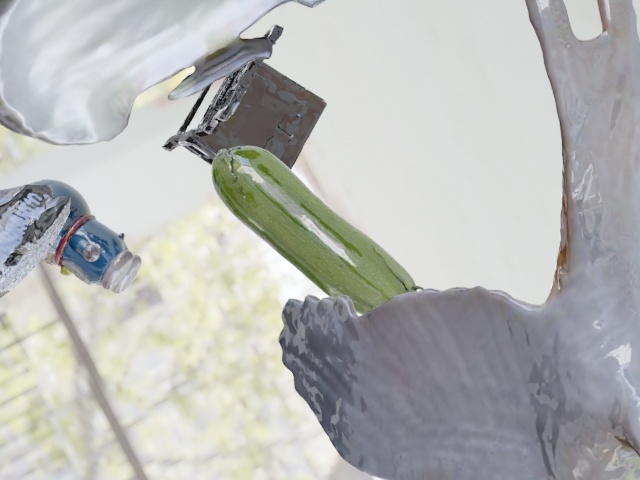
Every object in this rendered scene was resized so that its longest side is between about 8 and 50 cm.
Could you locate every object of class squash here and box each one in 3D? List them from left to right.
[{"bbox_3d":[0.000,0.000,1.269,0.183,0.052,0.052,38,-13,16],"label":"squash"}]

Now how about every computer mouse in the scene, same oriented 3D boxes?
[{"bbox_3d":[-0.203,0.012,1.133,0.047,0.135,0.079,63,8,23],"label":"computer mouse"}]

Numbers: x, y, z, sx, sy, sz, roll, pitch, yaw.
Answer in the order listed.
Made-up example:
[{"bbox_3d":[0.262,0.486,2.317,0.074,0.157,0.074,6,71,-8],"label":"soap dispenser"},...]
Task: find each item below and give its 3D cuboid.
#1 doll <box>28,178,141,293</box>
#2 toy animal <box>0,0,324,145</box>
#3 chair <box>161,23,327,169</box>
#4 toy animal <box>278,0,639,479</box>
[{"bbox_3d":[-0.250,-0.006,1.915,0.152,0.085,0.114,33,-3,11],"label":"doll"},{"bbox_3d":[-0.114,-0.182,0.759,0.266,0.213,0.212,57,-8,28],"label":"toy animal"},{"bbox_3d":[-0.055,-0.115,1.796,0.113,0.106,0.229,32,-13,-16],"label":"chair"},{"bbox_3d":[0.133,0.012,0.859,0.302,0.225,0.284,-117,-156,-43],"label":"toy animal"}]
